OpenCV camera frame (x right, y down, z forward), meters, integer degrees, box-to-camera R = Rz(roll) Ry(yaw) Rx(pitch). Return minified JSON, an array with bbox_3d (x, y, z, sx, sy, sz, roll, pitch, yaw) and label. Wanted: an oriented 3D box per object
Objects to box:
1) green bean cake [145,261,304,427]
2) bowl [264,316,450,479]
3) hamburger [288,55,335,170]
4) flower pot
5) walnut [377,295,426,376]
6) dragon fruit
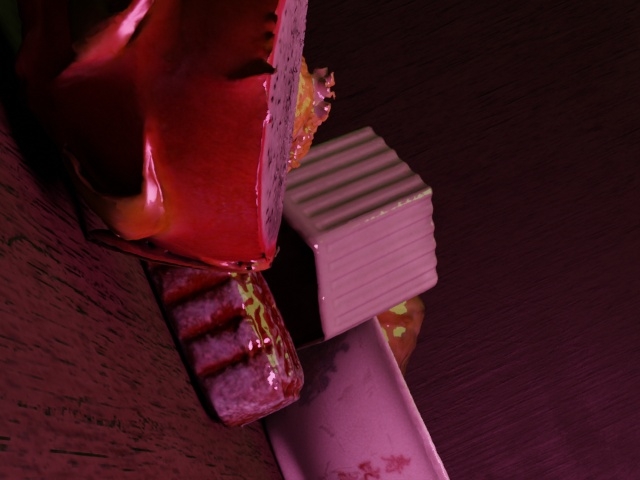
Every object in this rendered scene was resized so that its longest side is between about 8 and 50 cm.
[{"bbox_3d":[-0.090,0.092,1.289,0.233,0.097,0.198,64,2,-78],"label":"green bean cake"},{"bbox_3d":[0.046,0.277,1.668,0.435,0.196,0.435,-24,90,-89],"label":"bowl"},{"bbox_3d":[-0.115,-0.148,1.221,0.211,0.260,0.245,82,2,-74],"label":"hamburger"},{"bbox_3d":[0.000,0.000,1.446,0.239,0.189,0.209,-27,-92,57],"label":"flower pot"},{"bbox_3d":[0.026,0.133,2.071,0.344,0.306,0.306,50,15,-79],"label":"walnut"},{"bbox_3d":[-0.129,-0.131,0.973,0.305,0.225,0.305,8,90,-90],"label":"dragon fruit"}]
